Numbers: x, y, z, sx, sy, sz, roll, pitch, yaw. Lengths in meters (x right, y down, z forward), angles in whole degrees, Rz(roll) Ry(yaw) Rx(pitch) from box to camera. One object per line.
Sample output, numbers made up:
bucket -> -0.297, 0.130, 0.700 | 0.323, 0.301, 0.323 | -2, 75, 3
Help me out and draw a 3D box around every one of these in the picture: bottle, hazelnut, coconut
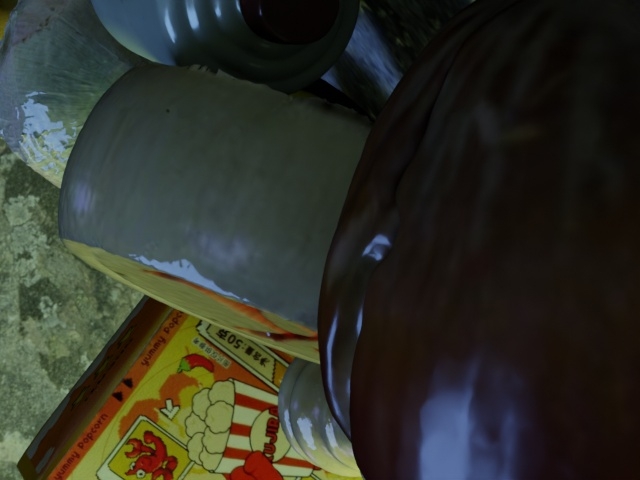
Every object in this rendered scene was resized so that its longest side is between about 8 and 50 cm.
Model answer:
bottle -> -0.047, -0.130, 0.967 | 0.104, 0.104, 0.245 | 57, 171, -19
hazelnut -> 0.080, 0.017, 0.634 | 0.181, 0.181, 0.212 | 49, -175, -30
coconut -> -0.120, -0.107, 1.210 | 0.194, 0.194, 0.194 | 52, 171, 12

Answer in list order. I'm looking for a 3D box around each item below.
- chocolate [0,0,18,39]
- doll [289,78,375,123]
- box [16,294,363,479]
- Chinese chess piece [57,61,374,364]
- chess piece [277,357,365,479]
chocolate -> -0.243, -0.291, 1.178 | 0.162, 0.162, 0.445 | 50, 169, 24
doll -> 0.028, -0.017, 1.083 | 0.248, 0.088, 0.127 | 43, 161, 19
box -> -0.092, 0.202, 1.761 | 0.283, 0.259, 0.214 | 38, 175, -12
Chinese chess piece -> 0.000, 0.000, 0.895 | 0.249, 0.103, 0.250 | 21, 174, 2
chess piece -> 0.077, 0.162, 1.427 | 0.117, 0.117, 0.397 | 56, 169, -17
